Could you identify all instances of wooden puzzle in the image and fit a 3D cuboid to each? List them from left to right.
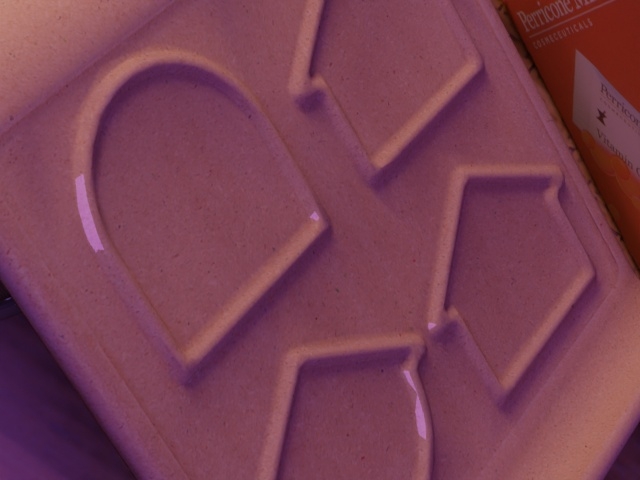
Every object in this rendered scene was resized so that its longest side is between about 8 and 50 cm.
[{"bbox_3d":[0.000,0.000,0.696,0.348,0.080,0.322,56,48,-14],"label":"wooden puzzle"}]

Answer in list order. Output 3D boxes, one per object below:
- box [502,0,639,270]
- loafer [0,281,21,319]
[{"bbox_3d":[0.271,-0.026,0.763,0.168,0.215,0.345,-29,94,-15],"label":"box"},{"bbox_3d":[-0.198,-0.079,0.672,0.094,0.087,0.251,-41,77,-12],"label":"loafer"}]
